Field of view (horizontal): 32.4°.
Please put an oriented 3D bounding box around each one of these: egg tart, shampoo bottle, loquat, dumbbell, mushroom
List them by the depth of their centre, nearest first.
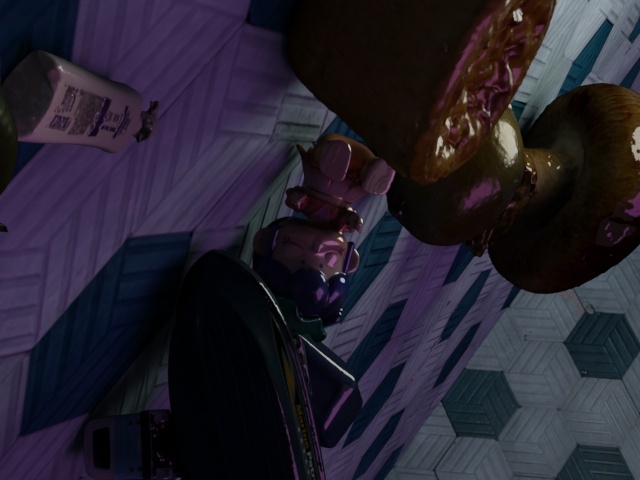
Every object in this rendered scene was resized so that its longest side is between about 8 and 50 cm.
[{"bbox_3d":[-0.130,-0.072,0.622,0.049,0.034,0.141,-66,163,6],"label":"shampoo bottle"},{"bbox_3d":[0.075,-0.159,0.834,0.202,0.147,0.202,-48,162,-21],"label":"egg tart"},{"bbox_3d":[-0.100,0.231,1.077,0.325,0.144,0.160,-51,160,-13],"label":"dumbbell"},{"bbox_3d":[0.149,-0.082,1.196,0.195,0.152,0.152,-40,158,-22],"label":"loquat"},{"bbox_3d":[0.336,-0.078,1.654,0.334,0.356,0.331,-93,-167,-46],"label":"mushroom"}]

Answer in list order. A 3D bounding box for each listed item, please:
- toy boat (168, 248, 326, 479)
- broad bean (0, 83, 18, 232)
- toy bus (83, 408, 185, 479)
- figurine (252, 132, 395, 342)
[{"bbox_3d":[-0.060,0.146,0.932,0.122,0.114,0.296,-46,129,-64],"label":"toy boat"},{"bbox_3d":[-0.169,-0.077,0.481,0.060,0.043,0.297,-22,152,-15],"label":"broad bean"},{"bbox_3d":[-0.151,0.178,0.951,0.123,0.075,0.060,34,51,-74],"label":"toy bus"},{"bbox_3d":[0.000,0.000,0.972,0.102,0.111,0.195,-112,-135,-72],"label":"figurine"}]
